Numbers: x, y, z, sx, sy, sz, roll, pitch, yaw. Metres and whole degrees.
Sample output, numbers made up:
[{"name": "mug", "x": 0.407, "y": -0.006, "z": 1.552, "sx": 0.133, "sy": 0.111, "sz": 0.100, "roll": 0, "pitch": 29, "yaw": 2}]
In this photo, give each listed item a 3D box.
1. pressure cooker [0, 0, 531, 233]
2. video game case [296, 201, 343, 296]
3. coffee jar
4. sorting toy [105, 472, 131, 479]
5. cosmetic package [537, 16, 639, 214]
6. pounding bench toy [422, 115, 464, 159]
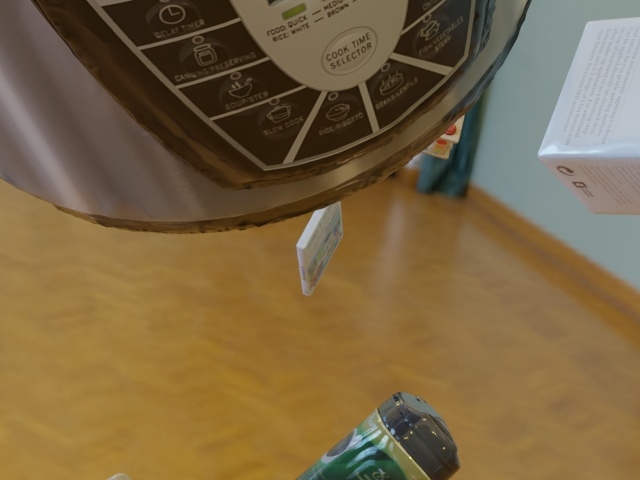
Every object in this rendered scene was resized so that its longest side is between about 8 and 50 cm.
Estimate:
[{"name": "pressure cooker", "x": -0.091, "y": -0.241, "z": 0.686, "sx": 0.376, "sy": 0.369, "sz": 0.420, "roll": 8, "pitch": -28, "yaw": 16}, {"name": "video game case", "x": 0.000, "y": 0.000, "z": 1.679, "sx": 0.011, "sy": 0.087, "sz": 0.122, "roll": 22, "pitch": -24, "yaw": 14}, {"name": "coffee jar", "x": 0.029, "y": 0.204, "z": 1.235, "sx": 0.079, "sy": 0.184, "sz": 0.096, "roll": 49, "pitch": 3, "yaw": -4}, {"name": "sorting toy", "x": -0.246, "y": 0.297, "z": 1.455, "sx": 0.208, "sy": 0.193, "sz": 0.038, "roll": -17, "pitch": 45, "yaw": 10}, {"name": "cosmetic package", "x": 0.531, "y": -0.162, "z": 1.950, "sx": 0.453, "sy": 0.230, "sz": 0.161, "roll": 3, "pitch": -27, "yaw": 45}, {"name": "pounding bench toy", "x": 0.129, "y": -0.145, "z": 1.873, "sx": 0.083, "sy": 0.052, "sz": 0.065, "roll": 15, "pitch": -20, "yaw": -4}]
